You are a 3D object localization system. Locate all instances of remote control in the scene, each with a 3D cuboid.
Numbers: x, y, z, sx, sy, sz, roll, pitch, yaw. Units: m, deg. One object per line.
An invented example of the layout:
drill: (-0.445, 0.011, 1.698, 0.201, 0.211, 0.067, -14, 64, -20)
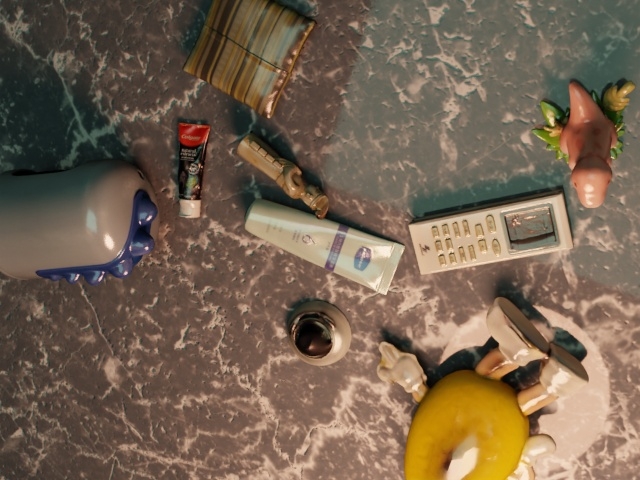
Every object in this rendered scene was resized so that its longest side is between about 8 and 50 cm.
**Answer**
remote control: (0.306, -0.012, 1.310, 0.277, 0.055, 0.103, -11, 100, 22)

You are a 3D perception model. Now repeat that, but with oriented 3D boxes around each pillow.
pillow: (-0.140, -0.371, 1.378, 0.212, 0.052, 0.208, 31, 108, 9)

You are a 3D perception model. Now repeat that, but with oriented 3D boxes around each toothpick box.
toothpick box: (-0.491, -0.033, 1.487, 0.354, 0.263, 0.263, -5, 102, 19)

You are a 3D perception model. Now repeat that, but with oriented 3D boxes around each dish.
dish: (-0.015, 0.200, 1.466, 0.141, 0.078, 0.141, 5, 104, 19)

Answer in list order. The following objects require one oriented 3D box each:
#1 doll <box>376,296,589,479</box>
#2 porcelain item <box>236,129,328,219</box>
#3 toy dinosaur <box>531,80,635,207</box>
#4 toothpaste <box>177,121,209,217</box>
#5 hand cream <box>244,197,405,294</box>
doll: (0.289, 0.311, 1.353, 0.423, 0.161, 0.348, -24, 82, 22)
porcelain item: (-0.066, -0.125, 1.406, 0.213, 0.084, 0.054, 39, 84, 7)
toy dinosaur: (0.417, -0.161, 1.168, 0.152, 0.177, 0.194, 5, 103, 17)
toothpaste: (-0.268, -0.145, 1.490, 0.071, 0.045, 0.194, 9, 101, 17)
hand cream: (0.000, 0.000, 1.434, 0.320, 0.067, 0.109, 21, 109, 6)
